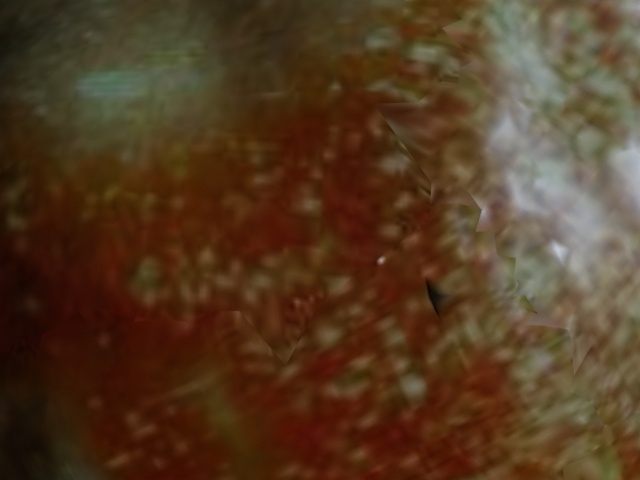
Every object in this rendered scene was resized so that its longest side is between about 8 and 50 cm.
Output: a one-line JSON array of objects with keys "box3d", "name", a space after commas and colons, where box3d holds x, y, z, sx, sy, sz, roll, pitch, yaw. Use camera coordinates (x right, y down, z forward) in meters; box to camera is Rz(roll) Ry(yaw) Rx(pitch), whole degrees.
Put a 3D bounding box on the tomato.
[{"box3d": [0.000, 0.000, 0.522, 0.239, 0.303, 0.303, 54, 45, -22], "name": "tomato"}]
